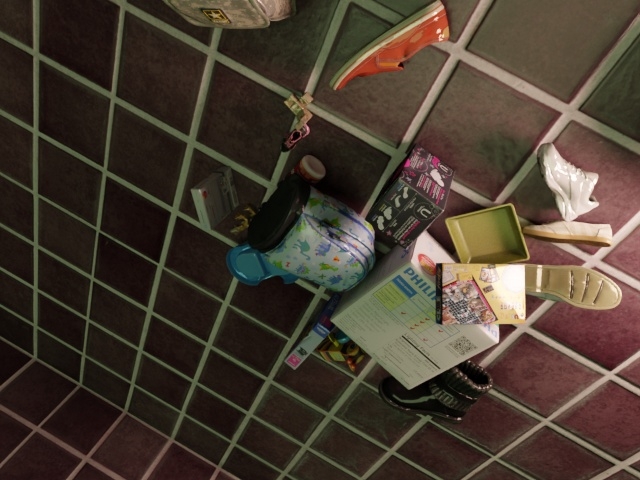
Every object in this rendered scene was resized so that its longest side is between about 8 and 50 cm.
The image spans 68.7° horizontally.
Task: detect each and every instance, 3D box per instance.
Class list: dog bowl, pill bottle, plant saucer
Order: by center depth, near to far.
[{"bbox_3d":[0.480,-0.015,1.350,0.188,0.045,0.188,-14,115,29],"label":"plant saucer"},{"bbox_3d":[-0.061,-0.184,1.439,0.086,0.086,0.152,43,126,-7],"label":"pill bottle"},{"bbox_3d":[-0.189,0.068,1.662,0.298,0.074,0.165,-6,118,25],"label":"dog bowl"}]

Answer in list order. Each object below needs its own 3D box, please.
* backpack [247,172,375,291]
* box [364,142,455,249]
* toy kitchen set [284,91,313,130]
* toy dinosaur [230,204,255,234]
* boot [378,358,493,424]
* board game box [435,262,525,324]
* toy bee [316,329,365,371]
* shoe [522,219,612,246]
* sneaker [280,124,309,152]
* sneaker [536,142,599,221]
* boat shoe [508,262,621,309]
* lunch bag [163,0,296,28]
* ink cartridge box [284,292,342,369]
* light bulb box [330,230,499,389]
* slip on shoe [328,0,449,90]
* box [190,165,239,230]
[{"bbox_3d":[0.000,0.000,1.426,0.356,0.273,0.290,18,135,-35],"label":"backpack"},{"bbox_3d":[0.244,-0.121,1.252,0.142,0.247,0.163,36,127,-1],"label":"box"},{"bbox_3d":[-0.059,-0.374,1.323,0.068,0.075,0.083,-35,108,34],"label":"toy kitchen set"},{"bbox_3d":[-0.228,-0.064,1.613,0.212,0.064,0.112,-3,138,34],"label":"toy dinosaur"},{"bbox_3d":[0.399,0.506,1.659,0.349,0.131,0.260,13,132,2],"label":"boot"},{"bbox_3d":[0.431,0.143,1.263,0.244,0.042,0.164,2,87,-11],"label":"board game box"},{"bbox_3d":[0.093,0.388,1.693,0.195,0.162,0.298,41,129,-9],"label":"toy bee"},{"bbox_3d":[0.664,-0.025,1.266,0.219,0.076,0.058,8,82,20],"label":"shoe"},{"bbox_3d":[-0.086,-0.300,1.394,0.047,0.057,0.119,44,128,-10],"label":"sneaker"},{"bbox_3d":[0.628,-0.161,1.181,0.115,0.090,0.232,-25,118,26],"label":"sneaker"},{"bbox_3d":[0.668,0.118,1.321,0.303,0.103,0.113,13,91,19],"label":"boat shoe"},{"bbox_3d":[-0.213,-0.598,1.113,0.236,0.287,0.168,9,123,16],"label":"lunch bag"},{"bbox_3d":[-0.007,0.310,1.670,0.065,0.185,0.311,39,127,-2],"label":"ink cartridge box"},{"bbox_3d":[0.295,0.215,1.460,0.358,0.225,0.361,42,125,-7],"label":"light bulb box"},{"bbox_3d":[0.163,-0.457,1.159,0.332,0.123,0.101,-24,113,27],"label":"slip on shoe"},{"bbox_3d":[-0.336,-0.139,1.519,0.038,0.186,0.145,4,123,20],"label":"box"}]
